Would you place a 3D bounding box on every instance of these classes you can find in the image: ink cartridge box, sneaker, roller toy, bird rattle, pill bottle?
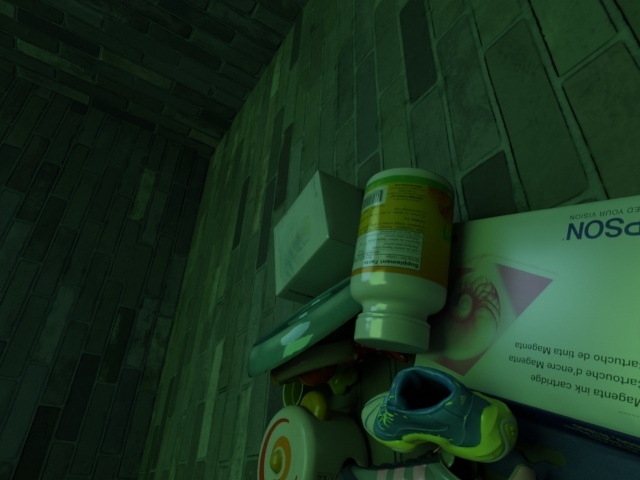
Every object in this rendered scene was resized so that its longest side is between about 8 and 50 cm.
[{"bbox_3d":[0.254,0.123,0.513,0.324,0.071,0.330,-10,62,60],"label":"ink cartridge box"},{"bbox_3d":[0.144,0.322,0.551,0.319,0.112,0.131,-12,54,52],"label":"sneaker"},{"bbox_3d":[-0.021,0.395,0.750,0.209,0.146,0.191,-55,31,27],"label":"roller toy"},{"bbox_3d":[0.113,0.201,0.533,0.240,0.126,0.091,-25,27,50],"label":"sneaker"},{"bbox_3d":[0.022,0.217,0.753,0.253,0.207,0.143,-36,64,58],"label":"bird rattle"},{"bbox_3d":[0.117,0.031,0.617,0.136,0.136,0.245,-22,52,56],"label":"pill bottle"}]

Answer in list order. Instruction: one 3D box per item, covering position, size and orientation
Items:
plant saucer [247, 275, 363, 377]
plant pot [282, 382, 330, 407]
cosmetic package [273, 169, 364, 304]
[{"bbox_3d":[-0.009,0.139,0.785,0.318,0.043,0.317,-35,-2,-2],"label":"plant saucer"},{"bbox_3d":[-0.024,0.315,0.886,0.083,0.079,0.083,-43,37,44],"label":"plant pot"},{"bbox_3d":[0.000,0.000,0.998,0.224,0.138,0.224,-48,34,34],"label":"cosmetic package"}]
